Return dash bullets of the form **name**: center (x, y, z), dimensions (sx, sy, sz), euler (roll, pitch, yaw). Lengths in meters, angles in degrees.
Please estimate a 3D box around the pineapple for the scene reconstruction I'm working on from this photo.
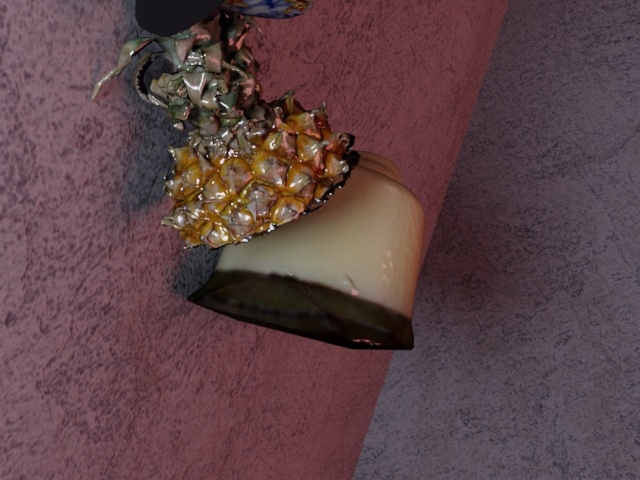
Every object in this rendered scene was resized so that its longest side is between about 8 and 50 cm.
- **pineapple**: center (-0.118, -0.168, 0.958), dimensions (0.262, 0.262, 0.272), euler (-55, 131, -41)

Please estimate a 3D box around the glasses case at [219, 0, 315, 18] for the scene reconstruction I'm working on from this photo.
- **glasses case**: center (-0.113, -0.273, 0.815), dimensions (0.248, 0.087, 0.065), euler (10, 79, -39)

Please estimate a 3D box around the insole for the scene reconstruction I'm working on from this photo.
- **insole**: center (-0.085, -0.288, 0.745), dimensions (0.086, 0.005, 0.253), euler (20, 119, -40)

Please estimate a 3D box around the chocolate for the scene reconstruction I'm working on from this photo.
- **chocolate**: center (0.000, 0.000, 1.251), dimensions (0.326, 0.314, 0.297), euler (15, 84, -67)
